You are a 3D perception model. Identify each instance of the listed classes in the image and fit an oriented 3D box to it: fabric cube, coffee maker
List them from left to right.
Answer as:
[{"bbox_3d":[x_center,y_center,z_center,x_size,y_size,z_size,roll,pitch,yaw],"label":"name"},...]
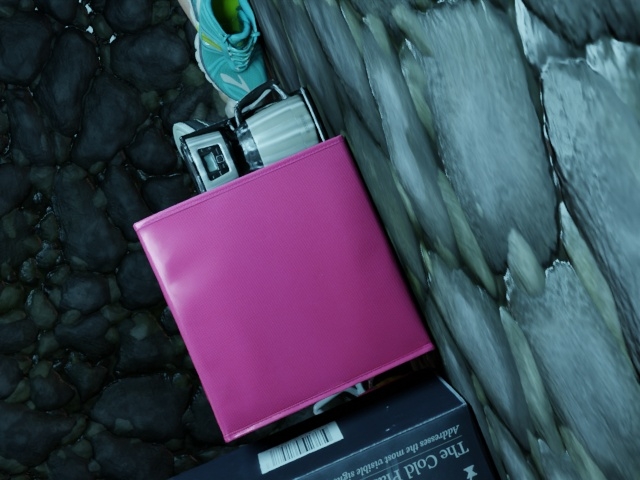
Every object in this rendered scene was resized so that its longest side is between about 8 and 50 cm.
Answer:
[{"bbox_3d":[-0.083,-0.109,1.430,0.171,0.178,0.120,75,172,-66],"label":"coffee maker"},{"bbox_3d":[-0.040,0.062,1.296,0.259,0.254,0.258,103,142,-83],"label":"fabric cube"}]

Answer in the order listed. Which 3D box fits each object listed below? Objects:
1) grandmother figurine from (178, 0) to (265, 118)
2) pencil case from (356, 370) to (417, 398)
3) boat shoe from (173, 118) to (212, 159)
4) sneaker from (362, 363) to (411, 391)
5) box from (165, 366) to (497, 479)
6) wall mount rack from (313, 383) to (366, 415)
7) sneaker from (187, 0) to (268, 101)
[{"bbox_3d":[-0.188,-0.376,2.024,0.208,0.104,0.342,46,-158,-75],"label":"grandmother figurine"},{"bbox_3d":[0.132,0.293,1.451,0.104,0.104,0.236,84,164,-78],"label":"pencil case"},{"bbox_3d":[-0.087,-0.085,1.559,0.302,0.091,0.114,42,156,20],"label":"boat shoe"},{"bbox_3d":[0.085,0.173,1.593,0.232,0.081,0.090,59,172,16],"label":"sneaker"},{"bbox_3d":[0.042,0.359,1.195,0.179,0.343,0.312,-136,23,-80],"label":"box"},{"bbox_3d":[0.131,0.428,2.150,0.304,0.130,0.350,35,-158,-43],"label":"wall mount rack"},{"bbox_3d":[-0.140,-0.313,1.697,0.110,0.107,0.275,51,167,43],"label":"sneaker"}]
